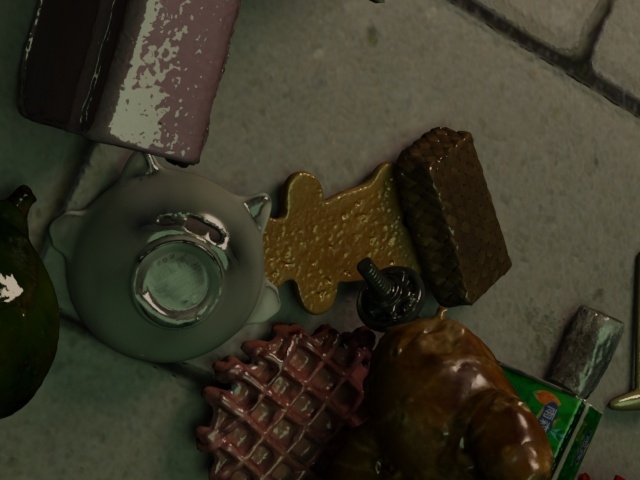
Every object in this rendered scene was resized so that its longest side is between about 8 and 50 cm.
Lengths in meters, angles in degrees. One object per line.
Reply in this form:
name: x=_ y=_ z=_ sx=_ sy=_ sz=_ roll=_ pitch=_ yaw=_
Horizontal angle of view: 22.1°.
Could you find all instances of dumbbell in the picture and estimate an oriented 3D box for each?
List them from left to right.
dumbbell: x=0.099 y=0.093 z=1.775 sx=0.081 sy=0.082 sz=0.254 roll=-51 pitch=138 yaw=-11

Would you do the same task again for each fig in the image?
fig: x=-0.330 y=0.055 z=1.541 sx=0.195 sy=0.195 sz=0.245 roll=46 pitch=43 yaw=-25

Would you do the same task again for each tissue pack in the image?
tissue pack: x=0.211 y=0.256 z=1.850 sx=0.209 sy=0.148 sz=0.156 roll=-65 pitch=154 yaw=-4

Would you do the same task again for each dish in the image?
dish: x=-0.148 y=0.023 z=1.636 sx=0.236 sy=0.086 sz=0.227 roll=-3 pitch=102 yaw=-13

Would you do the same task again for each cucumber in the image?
cucumber: x=0.311 y=0.134 z=1.923 sx=0.064 sy=0.064 sz=0.112 roll=27 pitch=88 yaw=-27

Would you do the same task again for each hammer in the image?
hammer: x=0.375 y=0.110 z=1.973 sx=0.060 sy=0.028 sz=0.195 roll=-3 pitch=96 yaw=-19

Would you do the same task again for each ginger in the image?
ginger: x=0.125 y=0.269 z=1.673 sx=0.152 sy=0.274 sz=0.357 roll=-2 pitch=119 yaw=-44

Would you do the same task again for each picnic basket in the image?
picnic basket: x=0.150 y=-0.025 z=1.798 sx=0.110 sy=0.055 sz=0.193 roll=-38 pitch=116 yaw=-40

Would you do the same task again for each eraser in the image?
eraser: x=-0.160 y=-0.263 z=1.507 sx=0.122 sy=0.272 sz=0.359 roll=14 pitch=94 yaw=-30

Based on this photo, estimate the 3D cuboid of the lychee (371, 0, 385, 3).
lychee: x=0.055 y=-0.412 z=1.593 sx=0.270 sy=0.270 sz=0.319 roll=-15 pitch=117 yaw=-24

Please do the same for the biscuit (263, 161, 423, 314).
biscuit: x=-0.001 y=0.000 z=1.758 sx=0.240 sy=0.035 sz=0.158 roll=-12 pitch=101 yaw=-25

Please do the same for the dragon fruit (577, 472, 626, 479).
dragon fruit: x=0.351 y=0.377 z=1.908 sx=0.268 sy=0.210 sz=0.205 roll=47 pitch=37 yaw=-27

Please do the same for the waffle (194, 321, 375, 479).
waffle: x=-0.026 y=0.198 z=1.766 sx=0.234 sy=0.055 sz=0.221 roll=-4 pitch=101 yaw=-26
